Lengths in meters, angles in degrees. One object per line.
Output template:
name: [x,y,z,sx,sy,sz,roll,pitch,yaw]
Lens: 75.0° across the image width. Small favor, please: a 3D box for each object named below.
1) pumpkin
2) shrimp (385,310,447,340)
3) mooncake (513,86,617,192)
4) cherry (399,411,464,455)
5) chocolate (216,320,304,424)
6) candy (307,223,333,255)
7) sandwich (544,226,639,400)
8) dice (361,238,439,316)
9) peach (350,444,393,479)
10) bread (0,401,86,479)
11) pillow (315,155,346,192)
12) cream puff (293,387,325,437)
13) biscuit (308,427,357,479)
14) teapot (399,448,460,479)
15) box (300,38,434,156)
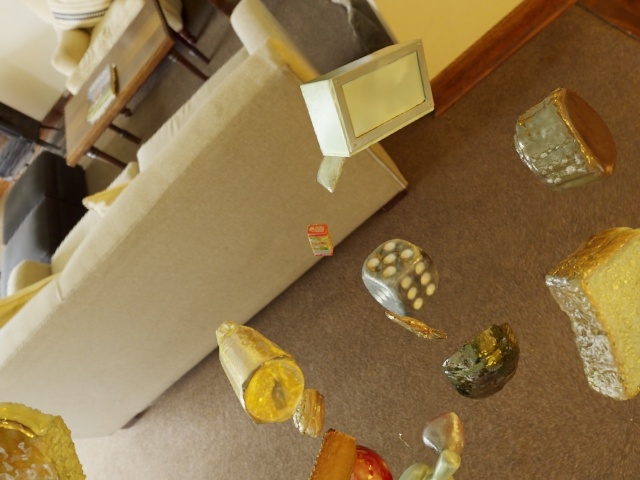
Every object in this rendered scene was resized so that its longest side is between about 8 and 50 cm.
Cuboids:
pumpkin: [0.356,0.317,0.988,0.111,0.162,0.279,61,139,33]
shrimp: [0.345,0.309,1.513,0.235,0.133,0.053,24,78,13]
mooncake: [0.783,-0.313,1.345,0.187,0.323,0.325,-32,52,50]
cherry: [0.369,0.605,1.333,0.188,0.115,0.148,24,112,42]
chocolate: [-0.197,0.305,1.117,0.445,0.162,0.162,16,80,62]
candy: [0.000,0.000,1.314,0.062,0.122,0.038,-3,52,11]
sandwich: [0.602,0.132,0.844,0.099,0.254,0.289,-13,102,64]
dice: [0.255,0.118,1.338,0.181,0.182,0.183,-43,35,-14]
peach: [0.105,0.743,1.264,0.243,0.199,0.244,0,92,12]
bread: [-0.314,0.275,0.373,0.056,0.207,0.287,-137,45,-66]
pillow: [0.052,-0.304,1.568,0.230,0.050,0.148,-66,31,19]
cream puff: [-0.049,0.683,1.671,0.129,0.189,0.189,-1,67,3]
biscuit: [0.024,0.584,1.005,0.013,0.237,0.232,9,65,32]
teapot: [0.352,0.758,1.302,0.149,0.220,0.318,42,105,17]
box: [0.093,-0.255,0.745,0.225,0.130,0.086,-34,29,-26]
